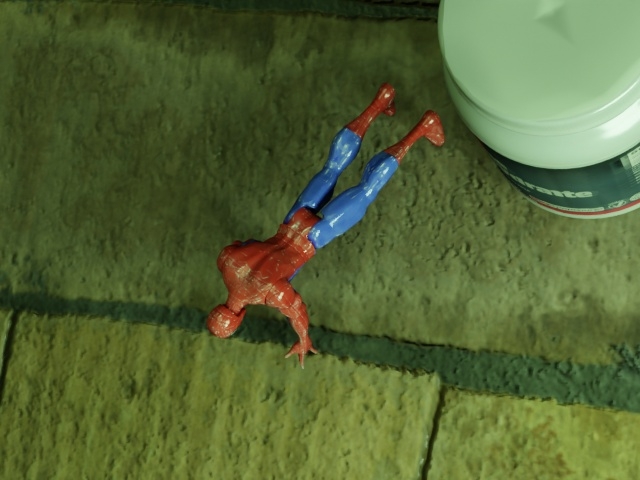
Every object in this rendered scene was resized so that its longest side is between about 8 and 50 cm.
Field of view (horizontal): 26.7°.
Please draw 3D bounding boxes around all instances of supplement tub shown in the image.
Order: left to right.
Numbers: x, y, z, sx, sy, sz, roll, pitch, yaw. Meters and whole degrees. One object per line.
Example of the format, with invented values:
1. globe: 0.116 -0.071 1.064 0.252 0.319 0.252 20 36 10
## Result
1. supplement tub: 0.206 -0.135 1.093 0.191 0.272 0.191 -4 76 18

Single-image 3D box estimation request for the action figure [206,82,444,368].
1. action figure: 0.000 0.000 1.240 0.091 0.139 0.280 34 68 25
